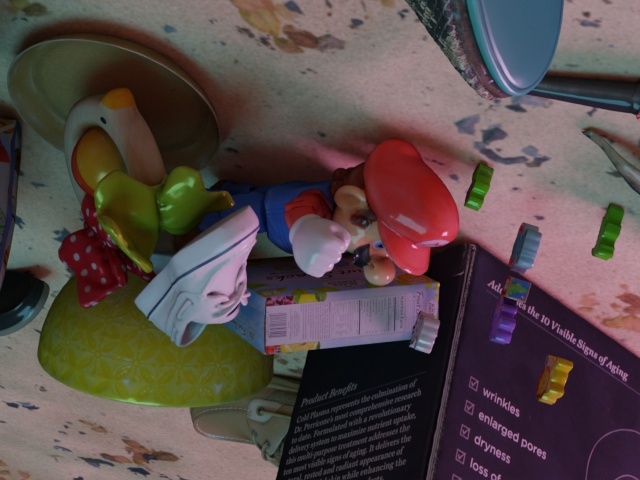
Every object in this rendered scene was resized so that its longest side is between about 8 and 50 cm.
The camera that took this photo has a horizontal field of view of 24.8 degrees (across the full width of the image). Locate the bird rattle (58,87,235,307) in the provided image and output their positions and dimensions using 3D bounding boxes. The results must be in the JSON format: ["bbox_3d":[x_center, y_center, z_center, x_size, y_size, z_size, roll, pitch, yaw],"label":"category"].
[{"bbox_3d":[-0.204,-0.053,1.528,0.143,0.207,0.253,-19,179,-25],"label":"bird rattle"}]

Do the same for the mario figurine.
[{"bbox_3d":[0.000,0.000,1.553,0.320,0.198,0.170,-2,132,34],"label":"mario figurine"}]

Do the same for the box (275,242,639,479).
[{"bbox_3d":[0.208,0.340,1.725,0.480,0.471,0.297,34,145,-28],"label":"box"}]

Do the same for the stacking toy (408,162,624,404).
[{"bbox_3d":[0.206,0.044,1.537,0.167,0.221,0.052,19,-179,-6],"label":"stacking toy"}]

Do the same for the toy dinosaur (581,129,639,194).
[{"bbox_3d":[0.383,-0.033,1.456,0.268,0.064,0.118,39,148,-29],"label":"toy dinosaur"}]

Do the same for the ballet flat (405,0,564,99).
[{"bbox_3d":[0.088,-0.317,1.072,0.182,0.164,0.483,25,149,27],"label":"ballet flat"}]

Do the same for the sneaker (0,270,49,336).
[{"bbox_3d":[-0.474,0.067,1.958,0.222,0.083,0.118,-8,141,35],"label":"sneaker"}]

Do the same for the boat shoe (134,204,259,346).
[{"bbox_3d":[-0.109,0.042,1.485,0.084,0.095,0.258,52,153,2],"label":"boat shoe"}]

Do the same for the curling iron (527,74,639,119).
[{"bbox_3d":[0.309,-0.121,1.366,0.274,0.035,0.068,11,148,7],"label":"curling iron"}]

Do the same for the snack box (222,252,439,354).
[{"bbox_3d":[0.001,0.065,1.608,0.207,0.070,0.174,-5,-166,-23],"label":"snack box"}]

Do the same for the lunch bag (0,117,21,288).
[{"bbox_3d":[-0.414,0.020,1.648,0.115,0.303,0.243,13,149,-13],"label":"lunch bag"}]

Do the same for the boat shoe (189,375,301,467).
[{"bbox_3d":[-0.048,0.262,2.057,0.341,0.110,0.121,-6,143,31],"label":"boat shoe"}]

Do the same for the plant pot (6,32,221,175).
[{"bbox_3d":[-0.216,-0.147,1.558,0.236,0.032,0.236,12,148,7],"label":"plant pot"}]

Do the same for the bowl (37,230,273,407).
[{"bbox_3d":[-0.191,0.074,1.748,0.289,0.289,0.156,9,106,10],"label":"bowl"}]
